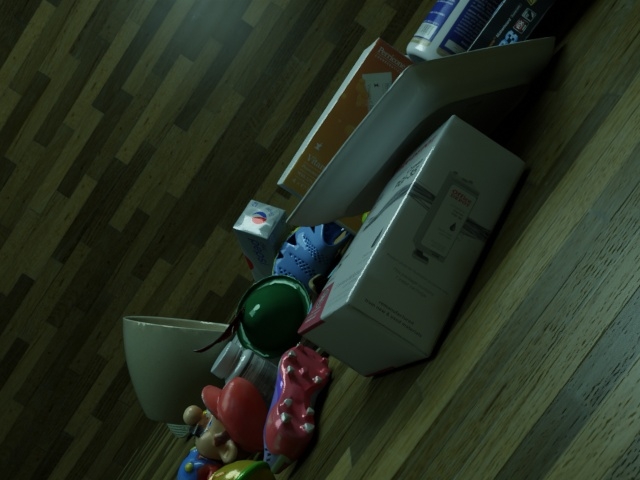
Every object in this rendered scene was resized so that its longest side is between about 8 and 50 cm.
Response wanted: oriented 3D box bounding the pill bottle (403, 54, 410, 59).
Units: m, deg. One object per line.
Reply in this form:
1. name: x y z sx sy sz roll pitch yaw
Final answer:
1. pill bottle: 0.162 -0.323 2.185 0.160 0.160 0.283 -59 6 -19

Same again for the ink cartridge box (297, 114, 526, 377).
1. ink cartridge box: 0.111 0.013 1.117 0.283 0.117 0.207 -59 6 -22

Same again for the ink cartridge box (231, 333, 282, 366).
1. ink cartridge box: -0.136 0.229 1.969 0.160 0.092 0.219 -58 6 -11

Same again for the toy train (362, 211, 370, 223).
1. toy train: 0.104 -0.052 1.605 0.248 0.105 0.143 -59 -3 -23

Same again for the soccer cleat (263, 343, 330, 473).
1. soccer cleat: -0.042 0.239 1.324 0.095 0.083 0.248 -59 8 22

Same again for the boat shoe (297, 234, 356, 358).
1. boat shoe: 0.021 0.091 1.485 0.257 0.095 0.095 -54 7 23

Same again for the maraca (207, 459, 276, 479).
1. maraca: -0.101 0.347 1.171 0.127 0.099 0.186 -52 -20 -14

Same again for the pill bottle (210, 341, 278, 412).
1. pill bottle: -0.120 0.242 1.600 0.078 0.137 0.078 -55 6 9

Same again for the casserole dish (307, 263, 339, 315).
1. casserole dish: 0.019 0.111 1.670 0.114 0.037 0.188 -54 8 18

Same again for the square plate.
1. square plate: 0.154 -0.146 1.307 0.347 0.049 0.344 -20 -20 -42

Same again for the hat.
1. hat: -0.131 0.132 1.774 0.173 0.183 0.208 -15 61 18

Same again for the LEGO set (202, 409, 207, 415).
1. LEGO set: -0.177 0.343 1.721 0.227 0.093 0.087 -57 6 -3

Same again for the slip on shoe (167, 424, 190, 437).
1. slip on shoe: -0.326 0.419 2.458 0.101 0.123 0.331 -11 -41 -52

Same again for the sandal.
1. sandal: 0.000 0.000 2.001 0.317 0.126 0.138 -58 11 2

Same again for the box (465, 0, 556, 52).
1. box: 0.314 -0.355 1.476 0.293 0.073 0.295 -55 -2 32

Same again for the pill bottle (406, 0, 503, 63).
1. pill bottle: 0.301 -0.443 1.784 0.265 0.153 0.153 -56 7 3

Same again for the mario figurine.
1. mario figurine: -0.207 0.359 1.492 0.198 0.170 0.320 43 110 49

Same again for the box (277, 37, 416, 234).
1. box: 0.096 -0.199 1.829 0.345 0.215 0.168 -57 7 0

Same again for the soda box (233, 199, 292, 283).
1. soda box: -0.115 0.033 2.140 0.091 0.098 0.286 -60 -26 -28

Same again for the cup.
1. cup: -0.330 0.319 2.202 0.331 0.331 0.237 174 103 -81
